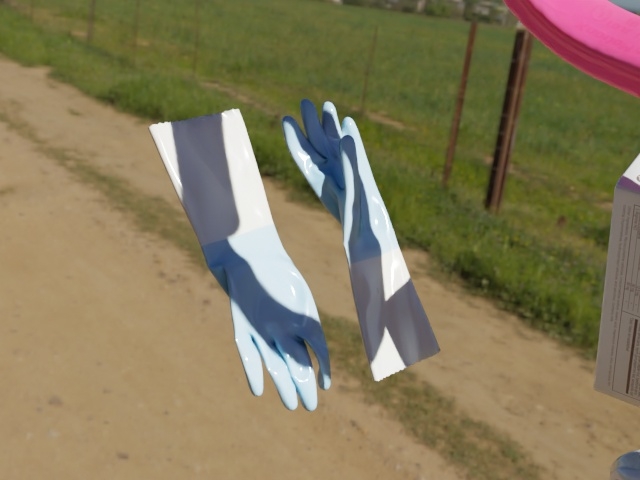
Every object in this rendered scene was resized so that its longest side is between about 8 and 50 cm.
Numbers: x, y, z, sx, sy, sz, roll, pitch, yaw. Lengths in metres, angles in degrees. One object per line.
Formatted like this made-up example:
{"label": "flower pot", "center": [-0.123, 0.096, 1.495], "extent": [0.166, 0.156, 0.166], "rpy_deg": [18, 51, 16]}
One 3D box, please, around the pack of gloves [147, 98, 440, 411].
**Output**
{"label": "pack of gloves", "center": [0.000, 0.000, 0.710], "extent": [0.195, 0.232, 0.046], "rpy_deg": [-18, -5, -44]}

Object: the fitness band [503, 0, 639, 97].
{"label": "fitness band", "center": [0.185, -0.152, 0.501], "extent": [0.054, 0.209, 0.291], "rpy_deg": [-40, 47, -13]}

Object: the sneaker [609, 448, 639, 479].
{"label": "sneaker", "center": [0.419, 0.199, 0.986], "extent": [0.292, 0.110, 0.118], "rpy_deg": [-10, 61, -17]}

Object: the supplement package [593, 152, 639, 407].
{"label": "supplement package", "center": [0.358, 0.026, 0.658], "extent": [0.263, 0.198, 0.199], "rpy_deg": [20, 45, 31]}
